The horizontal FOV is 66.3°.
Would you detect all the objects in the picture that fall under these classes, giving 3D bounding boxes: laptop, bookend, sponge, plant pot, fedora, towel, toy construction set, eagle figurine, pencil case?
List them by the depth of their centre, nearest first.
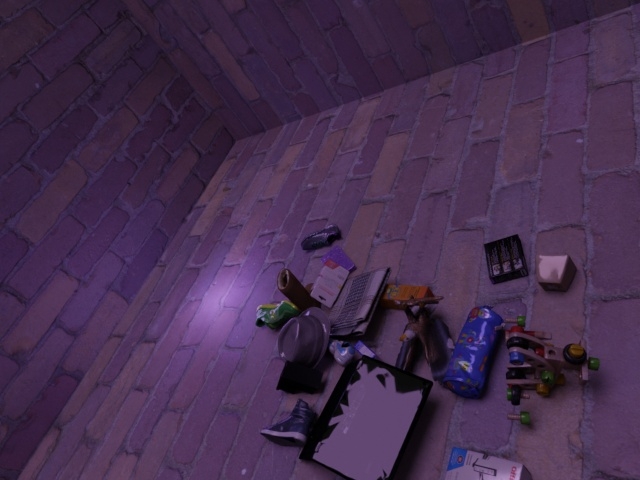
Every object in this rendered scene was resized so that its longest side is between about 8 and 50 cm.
[{"bbox_3d":[0.674,0.347,1.449,0.237,0.257,0.309,-1,24,19],"label":"toy construction set"},{"bbox_3d":[0.512,0.363,1.612,0.133,0.119,0.306,-5,47,51],"label":"pencil case"},{"bbox_3d":[0.790,0.113,1.659,0.109,0.109,0.096,-1,62,42],"label":"plant pot"},{"bbox_3d":[0.139,0.618,1.668,0.408,0.236,0.382,14,60,32],"label":"laptop"},{"bbox_3d":[0.350,0.347,1.733,0.225,0.298,0.226,-13,2,-10],"label":"eagle figurine"},{"bbox_3d":[-0.085,0.563,1.963,0.157,0.156,0.072,18,52,0],"label":"bookend"},{"bbox_3d":[-0.086,0.402,2.000,0.243,0.124,0.275,36,107,50],"label":"fedora"},{"bbox_3d":[0.135,0.263,2.054,0.312,0.056,0.324,-22,34,53],"label":"towel"},{"bbox_3d":[0.084,0.111,2.372,0.117,0.031,0.210,-39,35,1],"label":"sponge"}]

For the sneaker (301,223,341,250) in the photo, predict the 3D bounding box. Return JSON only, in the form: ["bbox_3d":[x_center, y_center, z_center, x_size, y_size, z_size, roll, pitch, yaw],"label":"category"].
[{"bbox_3d":[0.000,0.000,2.535,0.223,0.083,0.098,-31,40,10],"label":"sneaker"}]

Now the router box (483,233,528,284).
[{"bbox_3d":[0.694,0.068,1.842,0.133,0.046,0.179,-19,39,27],"label":"router box"}]

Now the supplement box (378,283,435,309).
[{"bbox_3d":[0.334,0.229,1.966,0.233,0.080,0.078,-4,47,45],"label":"supplement box"}]

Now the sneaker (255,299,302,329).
[{"bbox_3d":[-0.195,0.358,2.299,0.295,0.109,0.123,-18,47,42],"label":"sneaker"}]

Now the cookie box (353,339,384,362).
[{"bbox_3d":[0.188,0.437,1.854,0.040,0.092,0.107,-47,36,-6],"label":"cookie box"}]

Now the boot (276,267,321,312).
[{"bbox_3d":[-0.093,0.212,2.210,0.089,0.269,0.236,-29,36,14],"label":"boot"}]

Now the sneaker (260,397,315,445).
[{"bbox_3d":[-0.116,0.685,1.861,0.226,0.086,0.163,-13,39,37],"label":"sneaker"}]

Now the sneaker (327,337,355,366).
[{"bbox_3d":[0.081,0.428,1.930,0.086,0.085,0.237,-44,11,-6],"label":"sneaker"}]

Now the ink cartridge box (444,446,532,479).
[{"bbox_3d":[0.454,0.672,1.345,0.203,0.086,0.148,-5,47,41],"label":"ink cartridge box"}]

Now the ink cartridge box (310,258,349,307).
[{"bbox_3d":[0.033,0.199,2.203,0.198,0.115,0.067,-60,7,-26],"label":"ink cartridge box"}]
